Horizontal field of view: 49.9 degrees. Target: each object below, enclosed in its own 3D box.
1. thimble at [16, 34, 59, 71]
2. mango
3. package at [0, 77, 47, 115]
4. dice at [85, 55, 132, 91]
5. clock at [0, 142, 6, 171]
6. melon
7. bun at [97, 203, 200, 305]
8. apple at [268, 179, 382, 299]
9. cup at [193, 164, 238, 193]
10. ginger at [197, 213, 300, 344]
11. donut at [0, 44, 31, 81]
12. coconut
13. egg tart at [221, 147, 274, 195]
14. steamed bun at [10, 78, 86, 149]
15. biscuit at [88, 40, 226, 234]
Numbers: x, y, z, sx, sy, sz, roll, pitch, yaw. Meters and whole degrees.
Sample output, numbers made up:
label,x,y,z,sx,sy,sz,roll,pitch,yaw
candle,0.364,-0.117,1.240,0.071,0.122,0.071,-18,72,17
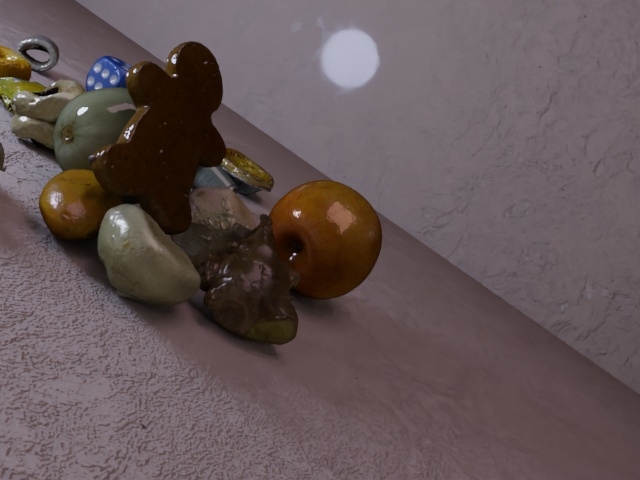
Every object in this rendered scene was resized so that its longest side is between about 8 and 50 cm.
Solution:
label,x,y,z,sx,sy,sz,roll,pitch,yaw
thimble,-0.867,-0.576,2.118,0.115,0.102,0.090,-2,24,-14
mango,-0.437,-0.061,1.262,0.147,0.109,0.227,33,14,-20
package,-0.682,-0.330,1.685,0.226,0.090,0.168,14,21,-48
dice,-0.661,-0.503,2.237,0.143,0.146,0.146,37,14,22
clock,-0.614,-0.143,1.155,0.144,0.103,0.231,31,15,-15
melon,-0.427,-0.203,1.478,0.272,0.271,0.308,32,16,-6
bun,-0.312,0.038,1.202,0.222,0.127,0.222,47,-7,7
apple,0.000,0.000,1.699,0.299,0.299,0.275,37,28,14
cup,-0.309,-0.173,1.969,0.141,0.120,0.120,44,15,9
ginger,-0.137,0.069,1.348,0.219,0.123,0.270,14,43,-23
donut,-0.851,-0.468,1.818,0.174,0.074,0.190,40,15,26
coconut,-0.233,-0.027,1.483,0.194,0.194,0.194,31,13,-8
egg tart,-0.265,-0.219,2.267,0.234,0.094,0.234,34,15,-10
steamed bun,-0.617,-0.279,1.556,0.155,0.172,0.141,-3,23,-39
biscuit,-0.302,-0.225,1.386,0.064,0.431,0.283,-8,-36,31
